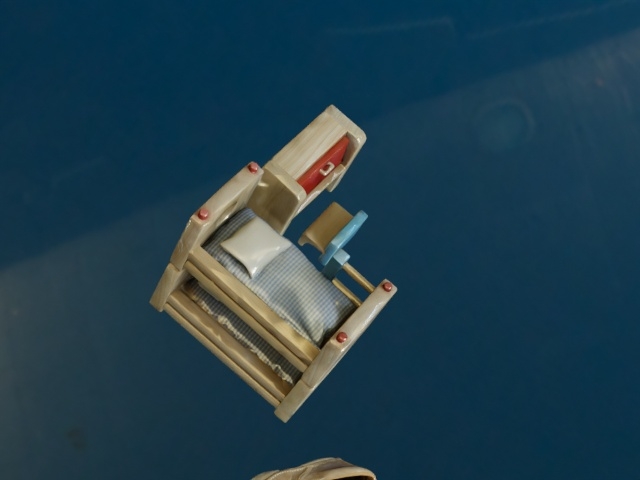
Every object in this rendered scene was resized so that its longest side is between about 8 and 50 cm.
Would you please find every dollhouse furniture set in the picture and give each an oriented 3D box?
[{"bbox_3d":[0.000,0.000,0.877,0.129,0.129,0.184,41,-124,5],"label":"dollhouse furniture set"}]

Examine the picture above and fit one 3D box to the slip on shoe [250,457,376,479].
[{"bbox_3d":[-0.010,0.176,0.840,0.041,0.135,0.051,-2,-89,31],"label":"slip on shoe"}]
